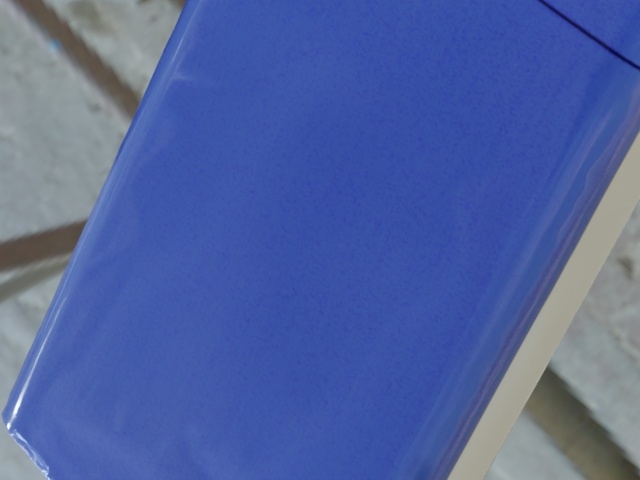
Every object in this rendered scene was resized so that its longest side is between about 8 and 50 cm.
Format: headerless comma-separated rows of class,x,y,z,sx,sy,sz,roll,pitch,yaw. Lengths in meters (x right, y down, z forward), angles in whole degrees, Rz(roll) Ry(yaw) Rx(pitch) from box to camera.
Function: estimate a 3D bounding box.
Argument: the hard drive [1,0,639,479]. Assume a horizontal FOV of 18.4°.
hard drive,0.000,0.000,0.744,0.210,0.040,0.318,43,116,36
